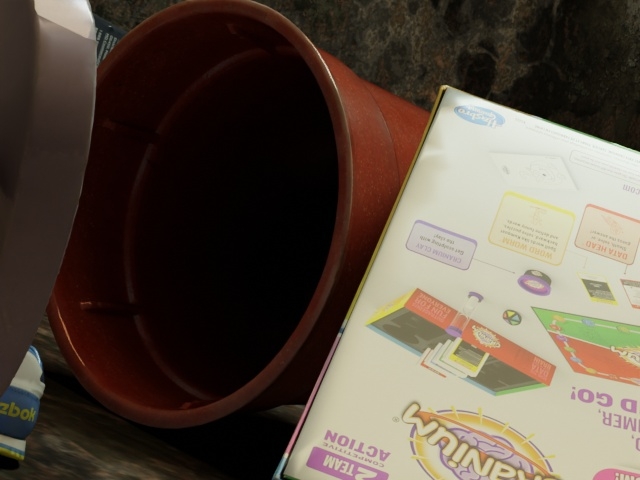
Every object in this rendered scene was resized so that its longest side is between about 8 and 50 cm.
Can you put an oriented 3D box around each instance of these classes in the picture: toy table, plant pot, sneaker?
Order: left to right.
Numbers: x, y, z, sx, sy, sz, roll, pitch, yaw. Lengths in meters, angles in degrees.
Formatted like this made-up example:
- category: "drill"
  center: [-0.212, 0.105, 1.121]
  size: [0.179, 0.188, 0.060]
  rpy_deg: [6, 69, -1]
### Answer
- category: "toy table"
  center: [-0.217, -0.017, 0.806]
  size: [0.160, 0.274, 0.252]
  rpy_deg: [7, 41, -27]
- category: "sneaker"
  center: [-0.173, 0.071, 0.953]
  size: [0.053, 0.059, 0.144]
  rpy_deg: [16, 3, -24]
- category: "plant pot"
  center: [0.000, 0.000, 1.228]
  size: [0.272, 0.272, 0.265]
  rpy_deg: [22, 6, 42]

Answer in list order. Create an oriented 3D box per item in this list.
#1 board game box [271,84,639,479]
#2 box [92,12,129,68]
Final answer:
- category: "board game box"
  center: [0.130, 0.070, 0.979]
  size: [0.242, 0.064, 0.316]
  rpy_deg: [20, 46, 6]
- category: "box"
  center: [-0.192, -0.117, 1.641]
  size: [0.207, 0.108, 0.153]
  rpy_deg: [26, -14, -41]
